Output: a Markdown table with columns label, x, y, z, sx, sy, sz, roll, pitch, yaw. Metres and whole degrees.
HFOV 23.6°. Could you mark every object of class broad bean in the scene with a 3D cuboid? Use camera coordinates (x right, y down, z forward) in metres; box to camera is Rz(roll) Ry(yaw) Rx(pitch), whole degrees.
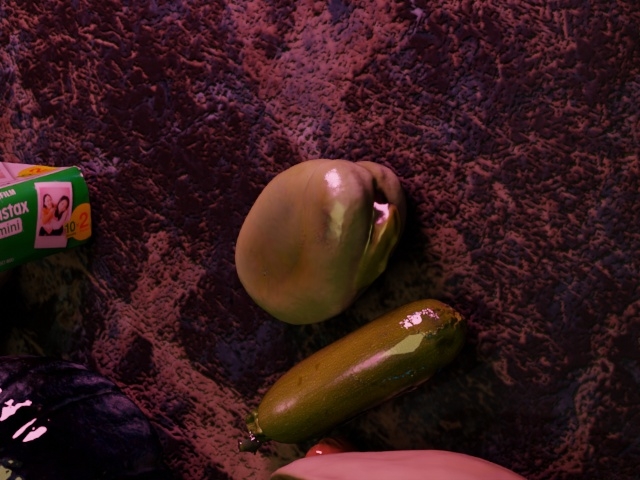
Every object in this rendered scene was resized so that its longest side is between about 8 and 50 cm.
| label | x | y | z | sx | sy | sz | roll | pitch | yaw |
| --- | --- | --- | --- | --- | --- | --- | --- | --- | --- |
| broad bean | 0.000 | 0.000 | 1.573 | 0.228 | 0.100 | 0.169 | -10 | 81 | 51 |

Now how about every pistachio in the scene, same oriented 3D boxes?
| label | x | y | z | sx | sy | sz | roll | pitch | yaw |
| --- | --- | --- | --- | --- | --- | --- | --- | --- | --- |
| pistachio | 0.093 | 0.295 | 1.447 | 0.332 | 0.226 | 0.208 | 17 | 71 | 26 |

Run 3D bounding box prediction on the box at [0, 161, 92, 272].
| label | x | y | z | sx | sy | sz | roll | pitch | yaw |
| --- | --- | --- | --- | --- | --- | --- | --- | --- | --- |
| box | -0.412 | -0.031 | 1.842 | 0.250 | 0.180 | 0.103 | 2 | 107 | 40 |

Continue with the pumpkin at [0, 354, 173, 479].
| label | x | y | z | sx | sy | sz | roll | pitch | yaw |
| --- | --- | --- | --- | --- | --- | --- | --- | --- | --- |
| pumpkin | -0.338 | 0.309 | 1.763 | 0.363 | 0.266 | 0.363 | 1 | 91 | 36 |

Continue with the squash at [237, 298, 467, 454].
| label | x | y | z | sx | sy | sz | roll | pitch | yaw |
| --- | --- | --- | --- | --- | --- | --- | --- | --- | --- |
| squash | 0.019 | 0.148 | 1.576 | 0.331 | 0.087 | 0.087 | -33 | 75 | 38 |

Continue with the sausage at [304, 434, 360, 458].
| label | x | y | z | sx | sy | sz | roll | pitch | yaw |
| --- | --- | --- | --- | --- | --- | --- | --- | --- | --- |
| sausage | 0.023 | 0.299 | 1.591 | 0.077 | 0.077 | 0.194 | -9 | 90 | 39 |

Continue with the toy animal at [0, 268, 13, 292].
| label | x | y | z | sx | sy | sz | roll | pitch | yaw |
| --- | --- | --- | --- | --- | --- | --- | --- | --- | --- |
| toy animal | -0.471 | 0.130 | 1.911 | 0.121 | 0.168 | 0.233 | 35 | 114 | 15 |
